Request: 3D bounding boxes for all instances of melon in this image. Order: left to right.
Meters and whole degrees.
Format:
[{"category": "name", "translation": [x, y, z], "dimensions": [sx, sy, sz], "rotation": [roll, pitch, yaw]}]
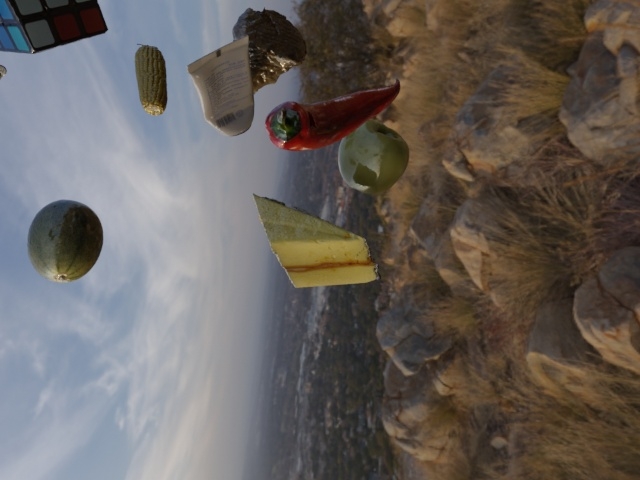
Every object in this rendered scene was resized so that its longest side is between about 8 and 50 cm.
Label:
[{"category": "melon", "translation": [-0.929, 0.002, 1.688], "dimensions": [0.248, 0.248, 0.329], "rotation": [108, 157, -51]}]

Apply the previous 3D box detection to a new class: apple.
[{"category": "apple", "translation": [0.191, -0.302, 1.677], "dimensions": [0.262, 0.262, 0.262], "rotation": [-171, 90, -82]}]

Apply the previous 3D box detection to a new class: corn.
[{"category": "corn", "translation": [-0.579, -0.555, 1.584], "dimensions": [0.106, 0.106, 0.305], "rotation": [109, 149, -53]}]

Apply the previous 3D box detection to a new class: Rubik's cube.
[{"category": "Rubik's cube", "translation": [-0.521, -0.439, 0.829], "dimensions": [0.163, 0.160, 0.162], "rotation": [-43, -42, -39]}]

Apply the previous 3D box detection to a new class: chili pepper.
[{"category": "chili pepper", "translation": [0.009, -0.231, 0.840], "dimensions": [0.368, 0.092, 0.137], "rotation": [-35, -6, -47]}]

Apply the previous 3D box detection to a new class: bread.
[{"category": "bread", "translation": [0.000, 0.000, 1.587], "dimensions": [0.346, 0.405, 0.242], "rotation": [92, 166, -59]}]

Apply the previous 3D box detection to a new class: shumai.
[{"category": "shumai", "translation": [-0.236, -0.758, 1.870], "dimensions": [0.283, 0.346, 0.217], "rotation": [-23, 82, 49]}]

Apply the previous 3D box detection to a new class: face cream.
[{"category": "face cream", "translation": [-0.338, -0.529, 1.680], "dimensions": [0.137, 0.235, 0.420], "rotation": [53, 164, 17]}]

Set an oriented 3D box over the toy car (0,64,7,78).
[{"category": "toy car", "translation": [-1.198, -0.612, 1.707], "dimensions": [0.093, 0.041, 0.025], "rotation": [-33, 48, 22]}]
